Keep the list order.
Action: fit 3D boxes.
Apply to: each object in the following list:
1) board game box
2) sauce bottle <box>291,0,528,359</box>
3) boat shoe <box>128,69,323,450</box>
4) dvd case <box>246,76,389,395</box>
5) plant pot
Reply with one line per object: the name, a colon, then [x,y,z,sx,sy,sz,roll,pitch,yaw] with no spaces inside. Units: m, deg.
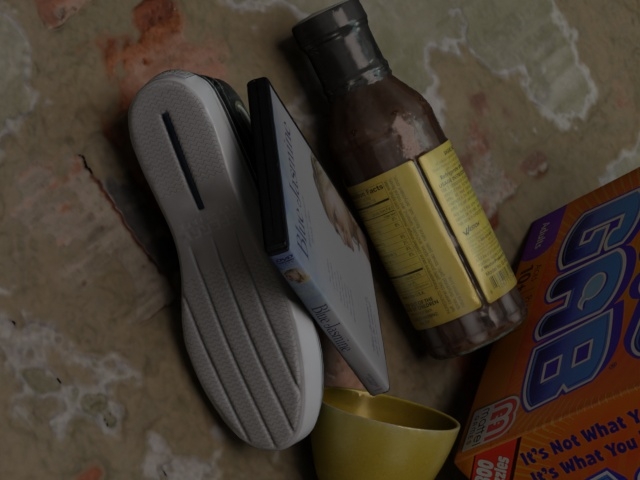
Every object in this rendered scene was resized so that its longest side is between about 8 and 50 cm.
board game box: [0.406,0.140,1.581,0.356,0.357,0.356,45,41,-18]
sauce bottle: [0.080,-0.061,1.586,0.111,0.111,0.344,-28,96,-40]
boat shoe: [-0.057,0.009,1.451,0.119,0.121,0.335,-20,96,-59]
dvd case: [0.000,0.000,1.450,0.253,0.022,0.180,55,22,-51]
plant pot: [0.048,0.193,1.490,0.134,0.134,0.095,8,97,-37]
